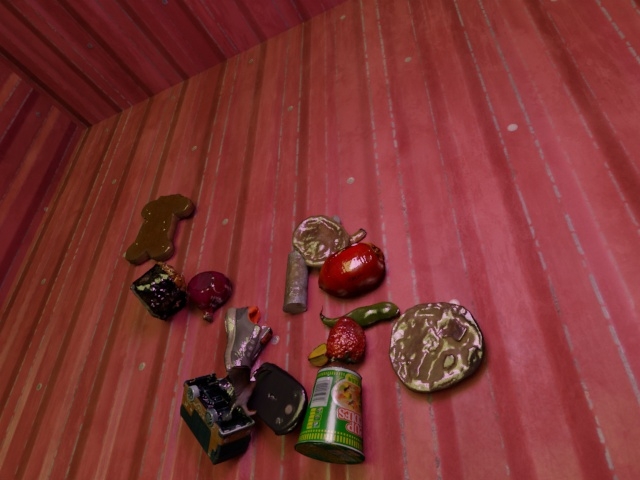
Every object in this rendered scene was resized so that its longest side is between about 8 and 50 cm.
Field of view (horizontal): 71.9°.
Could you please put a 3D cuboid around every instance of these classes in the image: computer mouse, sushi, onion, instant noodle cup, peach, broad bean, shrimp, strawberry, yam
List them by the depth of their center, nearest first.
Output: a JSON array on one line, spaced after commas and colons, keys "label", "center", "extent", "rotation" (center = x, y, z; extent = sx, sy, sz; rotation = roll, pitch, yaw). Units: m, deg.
[{"label": "instant noodle cup", "center": [0.038, 0.510, 1.306], "extent": [0.206, 0.207, 0.233], "rotation": [-11, 47, 25]}, {"label": "strawberry", "center": [0.085, 0.327, 1.438], "extent": [0.131, 0.131, 0.148], "rotation": [6, 83, 34]}, {"label": "computer mouse", "center": [-0.134, 0.525, 1.451], "extent": [0.269, 0.100, 0.170], "rotation": [21, 70, 46]}, {"label": "peach", "center": [0.002, 0.393, 1.495], "extent": [0.083, 0.050, 0.077], "rotation": [-40, 23, -12]}, {"label": "broad bean", "center": [0.125, 0.254, 1.517], "extent": [0.317, 0.056, 0.098], "rotation": [-5, 57, 31]}, {"label": "peach", "center": [0.095, 0.114, 1.566], "extent": [0.267, 0.154, 0.159], "rotation": [-21, 51, 16]}, {"label": "yam", "center": [-0.091, 0.150, 1.698], "extent": [0.093, 0.093, 0.260], "rotation": [-14, 52, 22]}, {"label": "shrimp", "center": [0.101, -0.048, 1.750], "extent": [0.165, 0.049, 0.161], "rotation": [-14, 55, 21]}, {"label": "onion", "center": [-0.477, 0.234, 1.851], "extent": [0.195, 0.140, 0.218], "rotation": [-8, 58, 18]}, {"label": "sushi", "center": [-0.686, 0.218, 1.922], "extent": [0.207, 0.234, 0.348], "rotation": [-43, 18, -18]}]

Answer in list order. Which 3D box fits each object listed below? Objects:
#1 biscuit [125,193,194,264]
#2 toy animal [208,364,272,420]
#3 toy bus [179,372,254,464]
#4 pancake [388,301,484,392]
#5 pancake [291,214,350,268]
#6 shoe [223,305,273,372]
[{"label": "biscuit", "center": [-0.827, -0.062, 2.308], "extent": [0.367, 0.076, 0.395], "rotation": [-7, 59, 27]}, {"label": "toy animal", "center": [-0.244, 0.478, 1.417], "extent": [0.272, 0.197, 0.161], "rotation": [-27, 67, 54]}, {"label": "toy bus", "center": [-0.354, 0.595, 1.483], "extent": [0.275, 0.138, 0.167], "rotation": [30, 112, 41]}, {"label": "pancake", "center": [0.343, 0.311, 1.326], "extent": [0.294, 0.049, 0.295], "rotation": [-17, 54, 24]}, {"label": "pancake", "center": [0.000, -0.001, 1.706], "extent": [0.222, 0.042, 0.237], "rotation": [-19, 59, 3]}, {"label": "shoe", "center": [-0.252, 0.379, 1.623], "extent": [0.170, 0.132, 0.337], "rotation": [-19, 47, 7]}]
